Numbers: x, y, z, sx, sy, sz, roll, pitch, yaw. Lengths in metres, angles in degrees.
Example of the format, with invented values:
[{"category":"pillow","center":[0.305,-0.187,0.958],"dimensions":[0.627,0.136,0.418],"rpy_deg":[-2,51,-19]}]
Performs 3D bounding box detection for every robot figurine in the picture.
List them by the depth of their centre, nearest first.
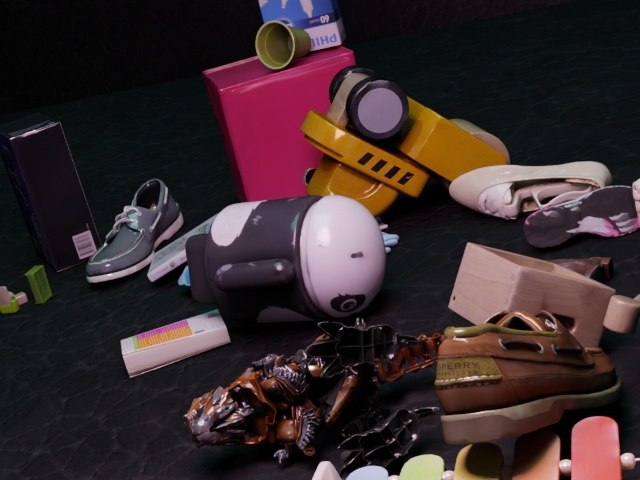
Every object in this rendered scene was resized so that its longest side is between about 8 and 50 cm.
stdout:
[{"category":"robot figurine","center":[-0.046,0.030,1.512],"dimensions":[0.278,0.173,0.209],"rpy_deg":[-5,45,26]}]

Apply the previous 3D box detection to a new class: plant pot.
[{"category":"plant pot","center":[-0.058,-0.346,1.942],"dimensions":[0.083,0.083,0.079],"rpy_deg":[-1,11,34]}]

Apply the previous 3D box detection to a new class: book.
[{"category":"book","center":[-0.203,0.137,1.534],"dimensions":[0.144,0.035,0.096],"rpy_deg":[-17,16,-8]}]

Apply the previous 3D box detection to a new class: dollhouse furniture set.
[{"category":"dollhouse furniture set","center":[-0.540,0.085,1.890],"dimensions":[0.151,0.058,0.076],"rpy_deg":[-7,20,21]}]

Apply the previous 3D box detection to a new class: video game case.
[{"category":"video game case","center":[-0.221,0.008,1.846],"dimensions":[0.143,0.019,0.157],"rpy_deg":[-32,13,3]}]

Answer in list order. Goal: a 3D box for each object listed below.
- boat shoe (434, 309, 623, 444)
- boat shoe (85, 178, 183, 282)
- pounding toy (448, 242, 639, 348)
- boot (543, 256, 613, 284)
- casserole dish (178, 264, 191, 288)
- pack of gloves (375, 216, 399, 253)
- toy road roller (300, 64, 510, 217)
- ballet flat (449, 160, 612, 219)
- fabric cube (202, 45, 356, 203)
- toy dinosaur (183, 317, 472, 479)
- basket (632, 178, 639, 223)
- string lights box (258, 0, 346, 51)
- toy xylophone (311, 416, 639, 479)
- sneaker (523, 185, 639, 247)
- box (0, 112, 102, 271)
[{"category":"boat shoe","center":[0.205,0.113,1.042],"dimensions":[0.110,0.104,0.307],"rpy_deg":[-13,-6,29]},{"category":"boat shoe","center":[-0.341,-0.019,1.972],"dimensions":[0.116,0.099,0.319],"rpy_deg":[-8,20,19]},{"category":"pounding toy","center":[0.270,0.085,1.214],"dimensions":[0.181,0.094,0.206],"rpy_deg":[13,8,-21]},{"category":"boot","center":[0.304,0.045,1.403],"dimensions":[0.114,0.037,0.106],"rpy_deg":[0,10,28]},{"category":"casserole dish","center":[-0.136,0.025,1.727],"dimensions":[0.188,0.037,0.114],"rpy_deg":[-35,20,2]},{"category":"pack of gloves","center":[0.000,0.000,1.748],"dimensions":[0.232,0.046,0.195],"rpy_deg":[-18,18,-7]},{"category":"toy road roller","center":[0.119,-0.125,1.821],"dimensions":[0.329,0.240,0.202],"rpy_deg":[26,10,-17]},{"category":"ballet flat","center":[0.315,-0.072,1.677],"dimensions":[0.248,0.086,0.086],"rpy_deg":[-8,20,18]},{"category":"fabric cube","center":[-0.053,-0.209,2.051],"dimensions":[0.254,0.258,0.259],"rpy_deg":[-16,19,-7]},{"category":"toy dinosaur","center":[0.017,0.145,1.187],"dimensions":[0.322,0.164,0.218],"rpy_deg":[-39,10,-14]},{"category":"basket","center":[0.487,-0.036,1.385],"dimensions":[0.103,0.113,0.167],"rpy_deg":[-27,22,-20]},{"category":"string lights box","center":[-0.050,-0.472,1.997],"dimensions":[0.133,0.260,0.077],"rpy_deg":[-11,18,13]},{"category":"toy xylophone","center":[0.136,0.244,0.898],"dimensions":[0.322,0.081,0.236],"rpy_deg":[-12,20,10]},{"category":"sneaker","center":[0.369,-0.039,1.553],"dimensions":[0.178,0.072,0.077],"rpy_deg":[-8,9,3]},{"category":"box","center":[-0.508,-0.093,2.056],"dimensions":[0.103,0.261,0.184],"rpy_deg":[-22,19,-19]}]
